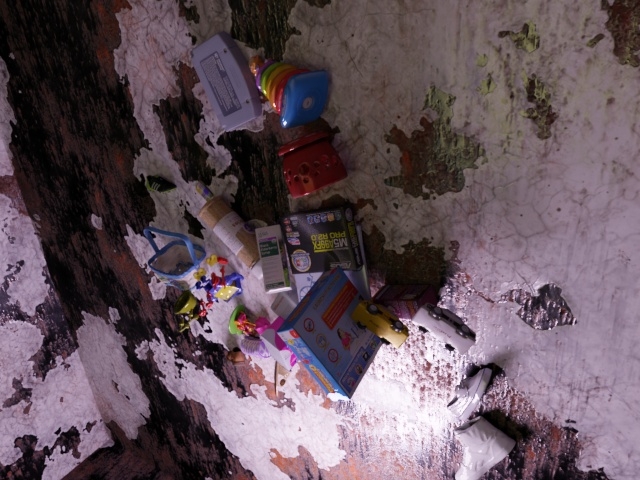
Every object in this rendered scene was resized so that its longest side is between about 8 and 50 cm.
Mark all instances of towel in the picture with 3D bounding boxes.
[{"bbox_3d":[-0.470,-0.196,2.136,0.083,0.009,0.060,47,132,5],"label":"towel"}]

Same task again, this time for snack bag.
[{"bbox_3d":[0.030,0.108,1.886,0.323,0.037,0.342,-3,103,34],"label":"snack bag"}]

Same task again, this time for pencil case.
[{"bbox_3d":[-0.274,0.458,2.282,0.206,0.086,0.088,-13,102,56],"label":"pencil case"}]

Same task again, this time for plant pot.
[{"bbox_3d":[-0.030,-0.243,1.663,0.191,0.191,0.174,-14,102,41],"label":"plant pot"}]

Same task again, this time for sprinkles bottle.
[{"bbox_3d":[-0.313,-0.011,2.048,0.355,0.121,0.121,45,133,7],"label":"sprinkles bottle"}]

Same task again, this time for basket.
[{"bbox_3d":[-0.613,0.073,2.264,0.255,0.201,0.289,12,131,32],"label":"basket"}]

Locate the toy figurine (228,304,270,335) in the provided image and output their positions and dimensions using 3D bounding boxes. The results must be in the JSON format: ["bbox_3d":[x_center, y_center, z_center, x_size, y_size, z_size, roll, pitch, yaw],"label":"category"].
[{"bbox_3d":[-0.286,0.370,2.267,0.159,0.130,0.173,14,145,19],"label":"toy figurine"}]

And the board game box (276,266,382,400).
[{"bbox_3d":[0.051,0.296,1.708,0.086,0.308,0.302,-23,109,45],"label":"board game box"}]

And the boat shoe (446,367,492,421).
[{"bbox_3d":[0.489,0.507,1.765,0.084,0.095,0.258,28,127,16],"label":"boat shoe"}]

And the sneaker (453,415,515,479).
[{"bbox_3d":[0.528,0.732,1.866,0.169,0.108,0.292,40,122,14],"label":"sneaker"}]

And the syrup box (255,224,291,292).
[{"bbox_3d":[-0.169,0.068,1.923,0.093,0.096,0.236,-10,80,0],"label":"syrup box"}]

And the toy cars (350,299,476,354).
[{"bbox_3d":[0.287,0.251,1.640,0.394,0.087,0.176,-1,122,32],"label":"toy cars"}]

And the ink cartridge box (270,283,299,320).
[{"bbox_3d":[-0.095,0.273,2.080,0.175,0.072,0.127,42,132,9],"label":"ink cartridge box"}]

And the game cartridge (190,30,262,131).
[{"bbox_3d":[-0.315,-0.537,1.800,0.198,0.062,0.297,-13,106,36],"label":"game cartridge"}]

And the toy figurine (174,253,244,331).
[{"bbox_3d":[-0.424,0.235,2.208,0.362,0.217,0.191,-46,50,26],"label":"toy figurine"}]

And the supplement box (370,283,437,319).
[{"bbox_3d":[0.275,0.203,1.745,0.188,0.104,0.080,-4,113,38],"label":"supplement box"}]

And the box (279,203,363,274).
[{"bbox_3d":[0.000,0.000,1.813,0.270,0.060,0.216,-6,101,34],"label":"box"}]

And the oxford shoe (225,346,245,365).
[{"bbox_3d":[-0.385,0.521,2.420,0.212,0.076,0.076,169,99,-67],"label":"oxford shoe"}]

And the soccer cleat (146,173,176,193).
[{"bbox_3d":[-0.676,-0.240,2.233,0.179,0.060,0.072,9,118,36],"label":"soccer cleat"}]

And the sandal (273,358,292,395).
[{"bbox_3d":[-0.163,0.559,2.297,0.088,0.079,0.240,-149,55,-75],"label":"sandal"}]

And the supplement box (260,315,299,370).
[{"bbox_3d":[-0.144,0.412,2.107,0.114,0.111,0.220,34,157,27],"label":"supplement box"}]

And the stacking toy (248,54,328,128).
[{"bbox_3d":[-0.133,-0.496,1.643,0.302,0.166,0.175,43,138,29],"label":"stacking toy"}]
